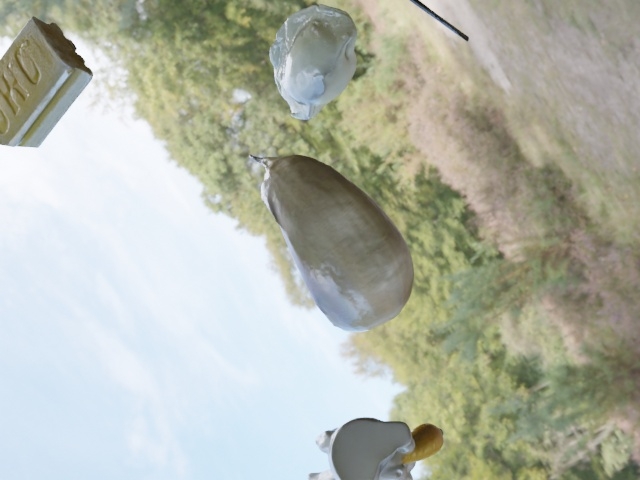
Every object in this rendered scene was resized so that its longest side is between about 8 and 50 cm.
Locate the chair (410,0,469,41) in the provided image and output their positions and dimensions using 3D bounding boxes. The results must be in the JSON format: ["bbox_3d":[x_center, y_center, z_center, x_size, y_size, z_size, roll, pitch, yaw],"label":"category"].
[{"bbox_3d":[0.164,-0.419,1.055,0.247,0.159,0.172,17,-129,-32],"label":"chair"}]

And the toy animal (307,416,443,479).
[{"bbox_3d":[0.054,0.232,0.810,0.127,0.131,0.181,28,162,20],"label":"toy animal"}]

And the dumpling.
[{"bbox_3d":[-0.021,-0.389,1.579,0.193,0.258,0.147,47,-143,14],"label":"dumpling"}]

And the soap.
[{"bbox_3d":[-0.518,-0.261,1.309,0.140,0.232,0.073,53,-159,18],"label":"soap"}]

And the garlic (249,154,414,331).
[{"bbox_3d":[-0.004,-0.012,1.080,0.338,0.151,0.196,51,163,2],"label":"garlic"}]
